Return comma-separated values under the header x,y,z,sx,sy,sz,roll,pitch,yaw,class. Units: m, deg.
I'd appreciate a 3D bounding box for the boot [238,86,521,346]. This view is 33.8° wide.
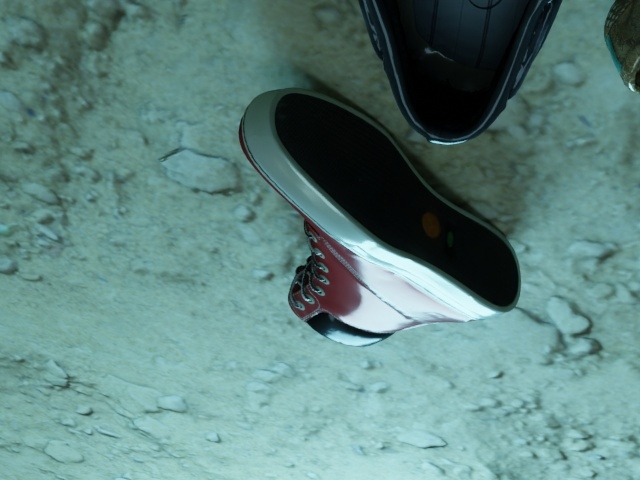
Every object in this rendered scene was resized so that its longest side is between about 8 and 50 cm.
x,y,z,sx,sy,sz,roll,pitch,yaw,class
0.000,0.000,0.745,0.176,0.088,0.244,-20,134,42,boot

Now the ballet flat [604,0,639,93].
x,y,z,sx,sy,sz,roll,pitch,yaw,class
0.249,-0.091,0.532,0.206,0.067,0.073,3,141,18,ballet flat

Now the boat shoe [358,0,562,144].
x,y,z,sx,sy,sz,roll,pitch,yaw,class
0.066,-0.175,0.456,0.127,0.113,0.340,14,144,6,boat shoe
